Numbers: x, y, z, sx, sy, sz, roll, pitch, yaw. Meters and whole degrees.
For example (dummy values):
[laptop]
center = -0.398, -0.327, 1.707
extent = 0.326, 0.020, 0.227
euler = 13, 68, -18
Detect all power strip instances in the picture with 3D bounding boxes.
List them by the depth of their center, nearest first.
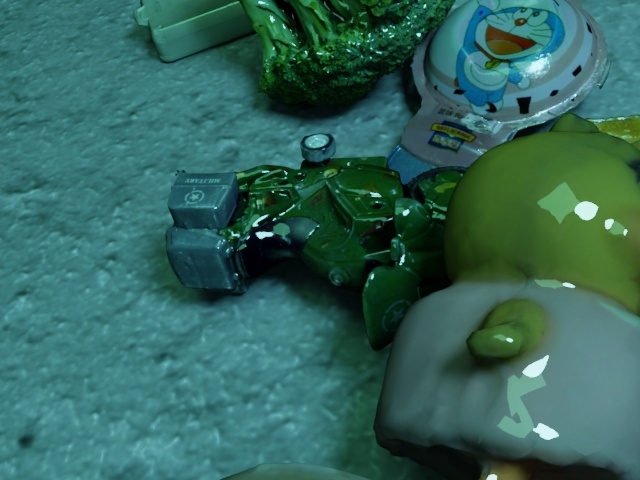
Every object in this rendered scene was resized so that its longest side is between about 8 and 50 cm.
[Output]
[power strip]
center = -0.095, -0.305, 0.888
extent = 0.270, 0.046, 0.118
euler = -22, 47, -4

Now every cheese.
[cheese]
center = 0.160, -0.147, 0.683
extent = 0.189, 0.074, 0.286
euler = 24, 68, 30

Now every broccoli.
[broccoli]
center = 0.017, -0.267, 0.706
extent = 0.242, 0.269, 0.261
euler = 20, 80, -2

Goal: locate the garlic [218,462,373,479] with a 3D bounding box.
[garlic]
center = -0.027, 0.250, 0.361
extent = 0.325, 0.132, 0.279
euler = 12, 56, 25

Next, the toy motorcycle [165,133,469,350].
[toy motorcycle]
center = 0.000, 0.000, 0.573
extent = 0.275, 0.124, 0.187
euler = 0, 42, 16

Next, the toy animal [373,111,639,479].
[toy animal]
center = 0.134, 0.047, 0.438
extent = 0.169, 0.195, 0.281
euler = 14, 72, 37

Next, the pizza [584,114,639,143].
[pizza]
center = 0.282, -0.061, 0.603
extent = 0.178, 0.041, 0.131
euler = 32, 67, 33

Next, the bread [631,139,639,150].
[bread]
center = 0.225, -0.014, 0.517
extent = 0.154, 0.136, 0.054
euler = 27, 44, 27
